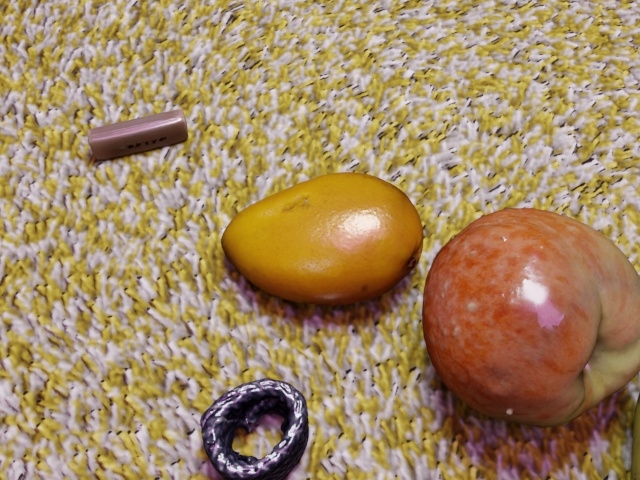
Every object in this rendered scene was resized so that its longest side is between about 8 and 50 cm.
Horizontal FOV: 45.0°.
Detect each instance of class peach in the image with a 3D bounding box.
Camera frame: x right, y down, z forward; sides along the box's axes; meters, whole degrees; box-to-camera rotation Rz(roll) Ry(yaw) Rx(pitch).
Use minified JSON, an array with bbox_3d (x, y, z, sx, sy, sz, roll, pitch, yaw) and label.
[{"bbox_3d":[0.197,0.068,0.762,0.232,0.232,0.233,1,63,-1],"label":"peach"}]

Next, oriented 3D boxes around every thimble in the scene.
[{"bbox_3d":[-0.061,0.188,0.750,0.104,0.066,0.095,-14,62,-9],"label":"thimble"}]

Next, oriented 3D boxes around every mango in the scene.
[{"bbox_3d":[0.000,0.000,0.827,0.219,0.112,0.145,-5,64,9],"label":"mango"}]

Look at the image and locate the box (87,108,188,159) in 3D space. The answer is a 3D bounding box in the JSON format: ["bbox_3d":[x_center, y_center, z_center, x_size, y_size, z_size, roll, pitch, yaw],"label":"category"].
[{"bbox_3d":[-0.214,-0.124,0.910,0.115,0.048,0.025,-15,74,-10],"label":"box"}]

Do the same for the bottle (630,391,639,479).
[{"bbox_3d":[0.379,0.185,0.709,0.171,0.171,0.351,14,64,5],"label":"bottle"}]
